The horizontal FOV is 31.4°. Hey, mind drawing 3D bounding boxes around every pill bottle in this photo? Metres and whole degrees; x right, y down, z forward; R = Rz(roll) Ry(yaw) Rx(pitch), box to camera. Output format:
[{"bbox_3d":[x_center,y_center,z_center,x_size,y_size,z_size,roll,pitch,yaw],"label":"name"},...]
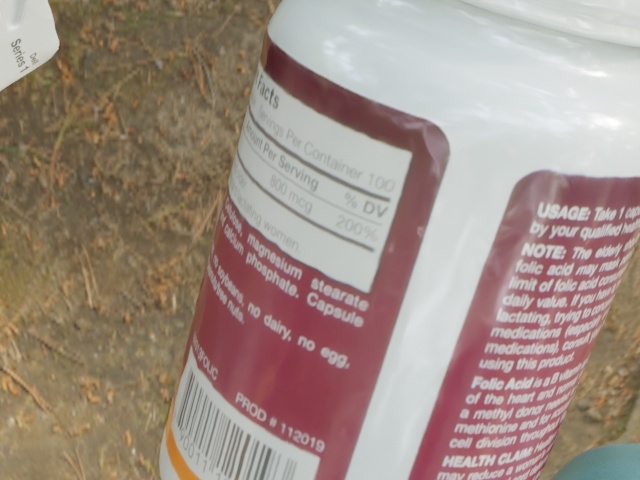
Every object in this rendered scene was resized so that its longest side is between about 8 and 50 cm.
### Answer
[{"bbox_3d":[0.058,-0.013,0.628,0.224,0.392,0.224,15,22,-6],"label":"pill bottle"}]

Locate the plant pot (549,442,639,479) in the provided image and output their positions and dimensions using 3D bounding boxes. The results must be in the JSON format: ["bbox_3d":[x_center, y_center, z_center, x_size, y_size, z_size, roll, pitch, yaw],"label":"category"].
[{"bbox_3d":[0.311,0.319,1.127,0.290,0.290,0.195,13,50,-4],"label":"plant pot"}]

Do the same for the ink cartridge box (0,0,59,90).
[{"bbox_3d":[-0.324,-0.243,0.799,0.117,0.201,0.278,-39,76,-17],"label":"ink cartridge box"}]
